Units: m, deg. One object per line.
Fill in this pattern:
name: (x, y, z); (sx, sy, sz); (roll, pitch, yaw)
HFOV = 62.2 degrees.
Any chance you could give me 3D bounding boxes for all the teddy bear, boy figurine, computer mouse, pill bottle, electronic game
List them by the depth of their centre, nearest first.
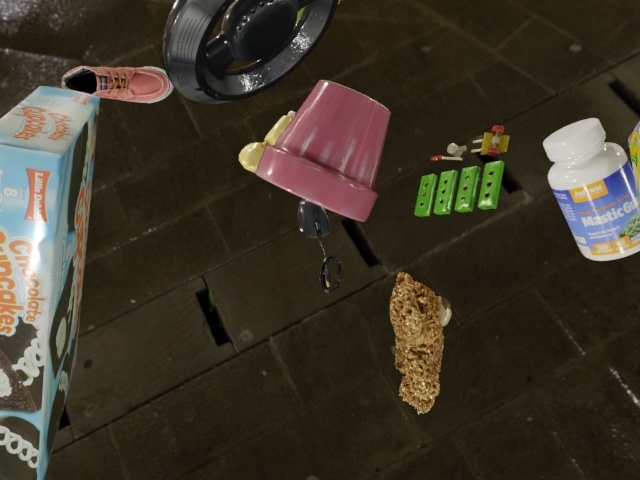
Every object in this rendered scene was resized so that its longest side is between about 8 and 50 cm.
electronic game: (-0.066, -0.235, 0.570); (0.229, 0.229, 0.048); (-36, 79, -10)
pill bottle: (0.572, -0.107, 1.106); (0.152, 0.152, 0.272); (-34, 104, -9)
teddy bear: (0.222, 0.220, 1.128); (0.113, 0.338, 0.245); (4, 25, 20)
computer mouse: (0.000, 0.000, 1.164); (0.071, 0.041, 0.242); (-11, 64, -11)
boy figurine: (-0.088, -0.249, 1.422); (0.285, 0.177, 0.092); (-34, 45, -24)

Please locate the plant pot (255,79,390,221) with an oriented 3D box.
plant pot: (0.020, -0.150, 0.866); (0.201, 0.201, 0.180); (27, 97, 16)

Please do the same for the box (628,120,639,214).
box: (0.601, -0.089, 0.784); (0.177, 0.290, 0.279); (-6, 78, 17)

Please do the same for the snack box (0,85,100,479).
snack box: (-0.254, 0.041, 0.479); (0.060, 0.321, 0.187); (8, 25, -18)

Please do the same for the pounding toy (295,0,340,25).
pounding toy: (-0.040, -0.583, 1.259); (0.183, 0.110, 0.236); (-34, 35, 36)

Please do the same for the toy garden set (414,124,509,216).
toy garden set: (0.351, -0.160, 1.297); (0.049, 0.244, 0.203); (21, 76, -32)

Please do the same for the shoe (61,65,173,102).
shoe: (-0.354, -0.272, 0.928); (0.178, 0.081, 0.063); (4, 108, 9)
